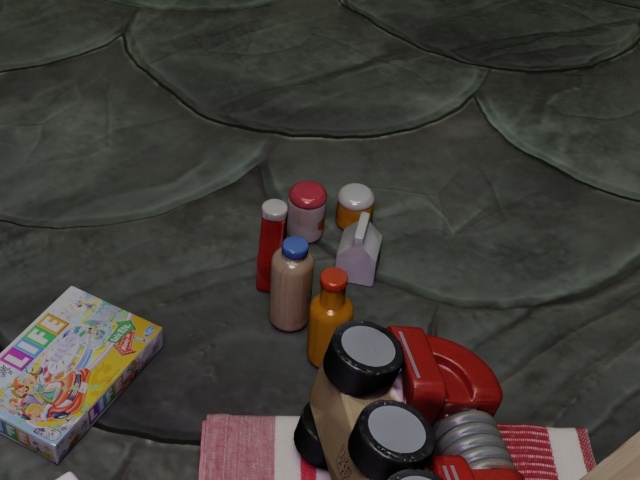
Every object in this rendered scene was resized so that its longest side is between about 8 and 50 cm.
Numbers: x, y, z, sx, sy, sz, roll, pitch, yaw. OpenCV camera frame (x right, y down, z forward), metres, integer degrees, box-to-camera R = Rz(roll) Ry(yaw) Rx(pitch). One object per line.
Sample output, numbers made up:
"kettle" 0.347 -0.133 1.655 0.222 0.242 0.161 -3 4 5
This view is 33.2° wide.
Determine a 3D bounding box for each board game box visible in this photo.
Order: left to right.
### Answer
"board game box" -0.223 0.113 0.938 0.103 0.026 0.154 22 45 18

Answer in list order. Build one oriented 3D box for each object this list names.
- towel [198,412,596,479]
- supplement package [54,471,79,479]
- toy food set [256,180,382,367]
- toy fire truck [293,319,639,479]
"towel" 0.066 0.236 0.828 0.328 0.037 0.237 3 42 -4
"supplement package" -0.131 0.318 0.613 0.177 0.175 0.293 -28 52 -33
"toy food set" 0.000 0.000 1.026 0.111 0.105 0.232 12 43 7
"toy fire truck" 0.130 0.158 0.801 0.246 0.159 0.217 4 39 -20
